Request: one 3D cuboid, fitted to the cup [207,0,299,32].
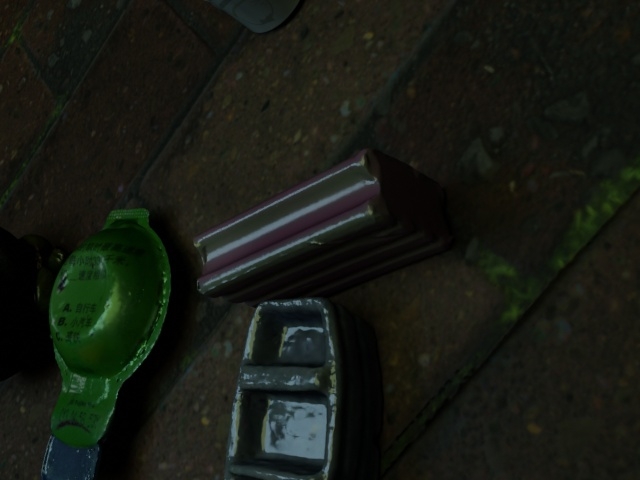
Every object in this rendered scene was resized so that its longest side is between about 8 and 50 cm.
[{"bbox_3d":[-0.105,-0.291,0.843,0.136,0.133,0.099,-31,56,29],"label":"cup"}]

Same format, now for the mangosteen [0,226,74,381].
[{"bbox_3d":[-0.432,0.065,0.974,0.216,0.216,0.216,-13,69,36],"label":"mangosteen"}]

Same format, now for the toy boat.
[{"bbox_3d":[-0.021,0.192,0.663,0.127,0.078,0.283,-5,74,38],"label":"toy boat"}]

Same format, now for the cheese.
[{"bbox_3d":[-0.250,0.116,0.872,0.203,0.083,0.321,-2,73,37],"label":"cheese"}]

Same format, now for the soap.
[{"bbox_3d":[0.000,0.000,0.675,0.203,0.122,0.066,-24,63,32],"label":"soap"}]
